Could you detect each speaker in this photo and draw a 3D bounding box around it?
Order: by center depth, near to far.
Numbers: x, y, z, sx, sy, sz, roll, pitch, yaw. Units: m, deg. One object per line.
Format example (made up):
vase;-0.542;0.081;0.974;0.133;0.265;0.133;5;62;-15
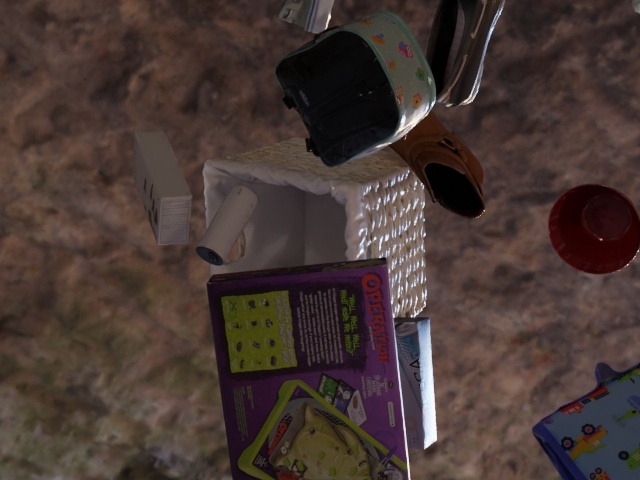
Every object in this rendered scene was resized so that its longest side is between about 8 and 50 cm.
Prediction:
speaker;-0.156;-0.025;1.688;0.055;0.136;0.055;21;-28;12

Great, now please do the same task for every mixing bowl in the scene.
mixing bowl;0.546;-0.034;1.952;0.181;0.181;0.098;16;25;27

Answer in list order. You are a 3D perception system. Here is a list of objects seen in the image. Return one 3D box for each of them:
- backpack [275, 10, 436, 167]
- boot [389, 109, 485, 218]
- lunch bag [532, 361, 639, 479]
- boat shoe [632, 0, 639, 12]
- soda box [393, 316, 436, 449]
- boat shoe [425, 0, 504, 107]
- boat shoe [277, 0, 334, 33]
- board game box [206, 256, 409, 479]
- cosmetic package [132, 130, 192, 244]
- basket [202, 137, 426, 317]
backpack;0.057;-0.195;1.257;0.188;0.144;0.166;-21;-85;60
boot;0.146;-0.151;1.600;0.283;0.109;0.220;40;21;-17
lunch bag;0.404;0.257;1.159;0.293;0.221;0.138;57;-9;34
boat shoe;0.659;-0.493;1.812;0.079;0.081;0.227;10;-26;-33
soda box;0.124;0.203;1.432;0.063;0.183;0.058;-3;3;26
boat shoe;0.261;-0.409;1.851;0.095;0.335;0.112;-9;25;-41
boat shoe;-0.021;-0.425;1.624;0.094;0.109;0.302;7;-21;-3
board game box;-0.007;0.200;1.166;0.208;0.347;0.056;-5;11;7
cosmetic package;-0.283;-0.097;1.773;0.060;0.099;0.239;-2;33;-21
basket;0.000;0.000;1.801;0.331;0.328;0.266;13;26;36
